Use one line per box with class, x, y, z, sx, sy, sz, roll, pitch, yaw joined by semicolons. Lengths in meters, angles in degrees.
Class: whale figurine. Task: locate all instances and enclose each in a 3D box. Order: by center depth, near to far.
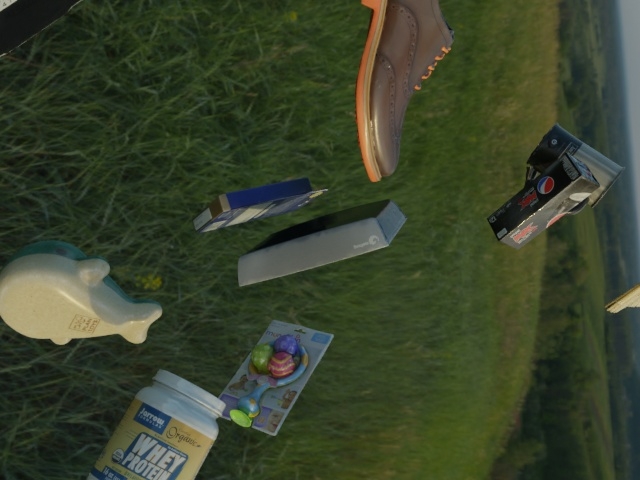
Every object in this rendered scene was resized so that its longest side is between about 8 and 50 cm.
whale figurine;-0.423;0.094;1.133;0.272;0.216;0.141;20;33;-25

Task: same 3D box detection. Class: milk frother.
milk frother;0.425;-0.111;1.108;0.129;0.135;0.143;-55;165;16

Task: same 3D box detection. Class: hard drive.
hard drive;0.000;0.000;1.026;0.054;0.255;0.172;70;23;-10

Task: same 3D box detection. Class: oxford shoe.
oxford shoe;0.089;-0.188;0.669;0.097;0.099;0.271;-76;170;-62

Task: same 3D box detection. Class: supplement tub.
supplement tub;-0.247;0.315;0.982;0.199;0.144;0.144;-62;142;-20

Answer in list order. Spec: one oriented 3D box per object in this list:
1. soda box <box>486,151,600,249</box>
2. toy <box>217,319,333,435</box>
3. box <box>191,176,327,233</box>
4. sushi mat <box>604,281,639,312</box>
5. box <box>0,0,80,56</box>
soda box;0.353;-0.060;1.022;0.060;0.169;0.053;19;41;-36
toy;-0.088;0.226;1.152;0.237;0.137;0.056;-57;148;-40
box;-0.111;-0.068;1.184;0.225;0.136;0.036;-14;82;-35
sushi mat;0.589;0.021;0.973;0.152;0.316;0.019;-4;56;-34
box;-0.542;-0.495;0.791;0.471;0.480;0.297;47;-13;5
